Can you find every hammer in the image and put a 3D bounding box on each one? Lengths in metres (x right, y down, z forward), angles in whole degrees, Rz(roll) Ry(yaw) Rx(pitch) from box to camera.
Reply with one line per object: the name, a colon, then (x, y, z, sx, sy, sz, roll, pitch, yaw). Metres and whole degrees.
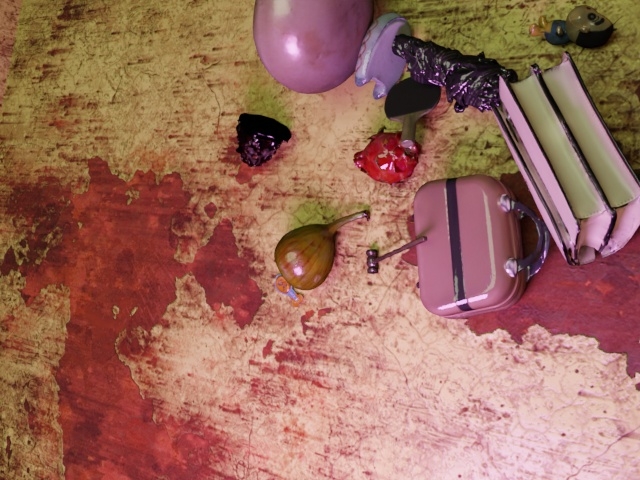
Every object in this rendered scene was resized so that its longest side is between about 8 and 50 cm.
hammer: (0.168, 0.023, 1.683, 0.292, 0.029, 0.058, 148, 120, -67)

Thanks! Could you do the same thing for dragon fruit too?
dragon fruit: (0.160, -0.192, 1.771, 0.166, 0.133, 0.136, -9, 36, 28)

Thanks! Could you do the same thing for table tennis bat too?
table tennis bat: (0.211, -0.307, 1.745, 0.138, 0.022, 0.246, -11, 46, 23)

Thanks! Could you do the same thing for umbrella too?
umbrella: (0.280, -0.375, 1.692, 0.337, 0.154, 0.128, 27, 138, 31)

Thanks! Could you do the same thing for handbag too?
handbag: (0.471, -0.150, 1.464, 0.160, 0.236, 0.358, -21, 66, 6)
handbag: (0.341, 0.006, 1.586, 0.283, 0.149, 0.301, -10, 74, 32)

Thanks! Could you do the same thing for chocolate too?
chocolate: (-0.166, -0.256, 2.028, 0.156, 0.156, 0.133, 41, 124, 34)

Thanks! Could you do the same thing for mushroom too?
mushroom: (-0.038, -0.542, 1.828, 0.295, 0.362, 0.362, 18, 92, 30)

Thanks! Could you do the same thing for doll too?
doll: (0.531, -0.451, 1.577, 0.179, 0.102, 0.089, 17, 134, 33)

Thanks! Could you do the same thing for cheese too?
cheese: (-0.084, 0.128, 1.948, 0.111, 0.017, 0.047, 45, 110, 33)

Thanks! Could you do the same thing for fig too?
fig: (0.000, 0.000, 1.838, 0.259, 0.151, 0.151, -46, 58, 15)

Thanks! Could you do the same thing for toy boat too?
toy boat: (0.145, -0.453, 1.823, 0.079, 0.134, 0.207, 20, 89, 47)

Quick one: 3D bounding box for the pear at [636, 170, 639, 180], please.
pear: (0.664, -0.070, 1.306, 0.255, 0.238, 0.164, 14, 96, 35)
